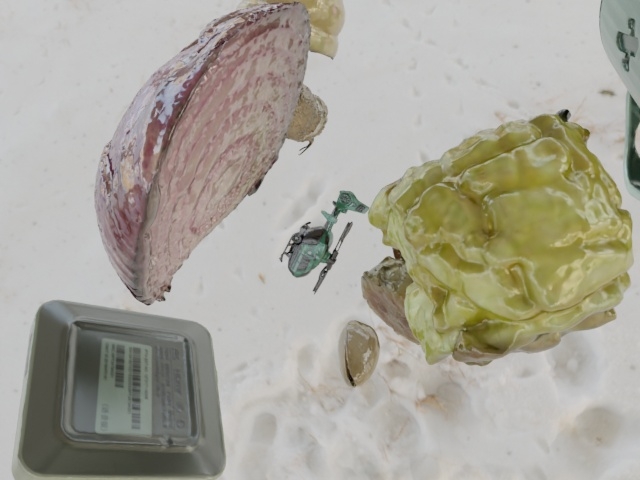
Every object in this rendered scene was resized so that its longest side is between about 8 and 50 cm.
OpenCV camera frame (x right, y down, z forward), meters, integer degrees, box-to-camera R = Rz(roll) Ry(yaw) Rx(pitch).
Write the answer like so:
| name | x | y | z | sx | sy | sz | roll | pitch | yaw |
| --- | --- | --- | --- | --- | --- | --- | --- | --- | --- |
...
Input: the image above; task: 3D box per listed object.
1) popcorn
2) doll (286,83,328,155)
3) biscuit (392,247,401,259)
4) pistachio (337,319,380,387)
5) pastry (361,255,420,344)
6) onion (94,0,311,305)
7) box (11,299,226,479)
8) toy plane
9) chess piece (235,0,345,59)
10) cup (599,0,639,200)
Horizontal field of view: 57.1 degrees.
| name | x | y | z | sx | sy | sz | roll | pitch | yaw |
| --- | --- | --- | --- | --- | --- | --- | --- | --- | --- |
| popcorn | 0.193 | 0.007 | 0.634 | 0.293 | 0.293 | 0.237 | -24 | 79 | 0 |
| doll | -0.058 | -0.248 | 1.083 | 0.105 | 0.221 | 0.115 | -7 | 72 | 20 |
| biscuit | 0.271 | 0.033 | 1.799 | 0.119 | 0.130 | 0.019 | -51 | 41 | 32 |
| pistachio | 0.094 | 0.289 | 1.500 | 0.108 | 0.126 | 0.185 | -14 | 47 | 20 |
| pastry | 0.259 | 0.184 | 1.797 | 0.329 | 0.330 | 0.136 | 35 | 68 | 28 |
| onion | -0.114 | -0.097 | 0.497 | 0.111 | 0.247 | 0.250 | 32 | 57 | 8 |
| box | -0.371 | 0.294 | 1.137 | 0.090 | 0.373 | 0.367 | -52 | 38 | 34 |
| toy plane | 0.000 | 0.000 | 1.757 | 0.155 | 0.382 | 0.106 | 33 | 30 | 6 |
| chess piece | 0.026 | -0.386 | 0.562 | 0.117 | 0.117 | 0.397 | 29 | 109 | 26 |
| cup | 0.546 | -0.198 | 0.729 | 0.310 | 0.401 | 0.392 | -10 | 40 | 22 |
